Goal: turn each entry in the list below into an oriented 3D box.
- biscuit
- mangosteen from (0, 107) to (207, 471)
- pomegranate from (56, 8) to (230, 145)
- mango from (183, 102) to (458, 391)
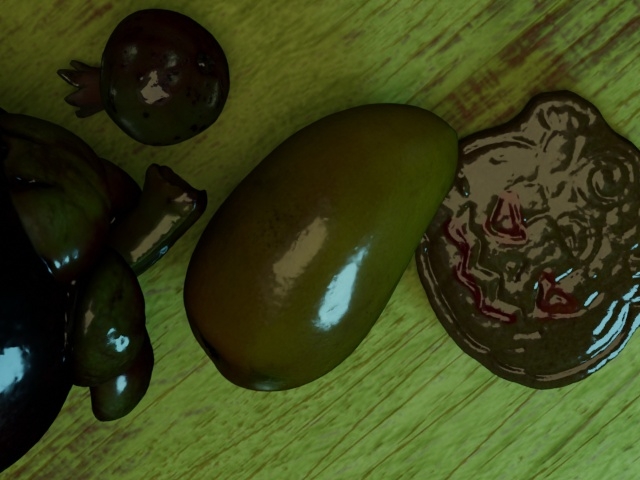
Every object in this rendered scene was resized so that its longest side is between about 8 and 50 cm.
[{"bbox_3d":[0.222,0.007,1.753,0.257,0.049,0.273,-32,105,7],"label":"biscuit"},{"bbox_3d":[-0.326,0.034,1.605,0.435,0.382,0.382,-12,107,-24],"label":"mangosteen"},{"bbox_3d":[-0.161,-0.157,1.671,0.159,0.129,0.129,22,110,38],"label":"pomegranate"},{"bbox_3d":[0.000,0.000,1.666,0.173,0.211,0.317,43,98,31],"label":"mango"}]
